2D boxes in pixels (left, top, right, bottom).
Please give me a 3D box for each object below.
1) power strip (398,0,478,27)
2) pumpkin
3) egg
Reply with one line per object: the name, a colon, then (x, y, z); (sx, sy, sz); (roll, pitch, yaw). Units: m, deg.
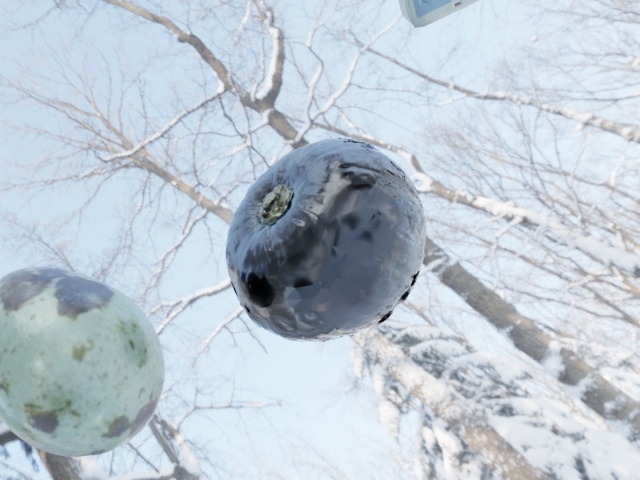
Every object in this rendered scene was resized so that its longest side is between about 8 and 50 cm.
power strip: (0.079, -0.250, 0.408); (0.082, 0.035, 0.192); (-24, -48, 3)
pumpkin: (0.000, 0.000, 0.620); (0.163, 0.233, 0.233); (36, -87, -38)
egg: (-0.268, 0.120, 0.605); (0.169, 0.231, 0.169); (-43, -20, -20)
